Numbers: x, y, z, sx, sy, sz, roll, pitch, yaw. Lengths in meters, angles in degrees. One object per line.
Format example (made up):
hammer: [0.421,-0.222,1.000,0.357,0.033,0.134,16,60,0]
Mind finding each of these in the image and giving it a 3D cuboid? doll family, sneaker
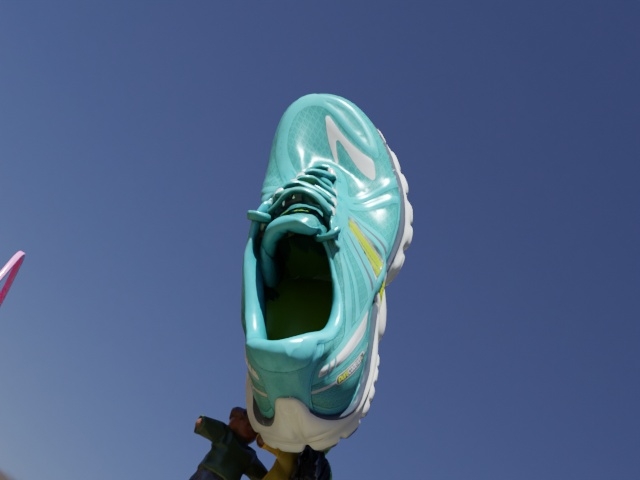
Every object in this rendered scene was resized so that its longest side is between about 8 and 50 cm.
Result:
doll family: [-0.008,0.181,0.942,0.076,0.111,0.193,-9,-51,39]
sneaker: [0.000,0.000,0.928,0.110,0.107,0.275,73,15,-47]

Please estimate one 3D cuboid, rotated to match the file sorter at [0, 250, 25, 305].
file sorter: [-0.470,0.031,1.431,0.291,0.202,0.182,34,-49,-2]
